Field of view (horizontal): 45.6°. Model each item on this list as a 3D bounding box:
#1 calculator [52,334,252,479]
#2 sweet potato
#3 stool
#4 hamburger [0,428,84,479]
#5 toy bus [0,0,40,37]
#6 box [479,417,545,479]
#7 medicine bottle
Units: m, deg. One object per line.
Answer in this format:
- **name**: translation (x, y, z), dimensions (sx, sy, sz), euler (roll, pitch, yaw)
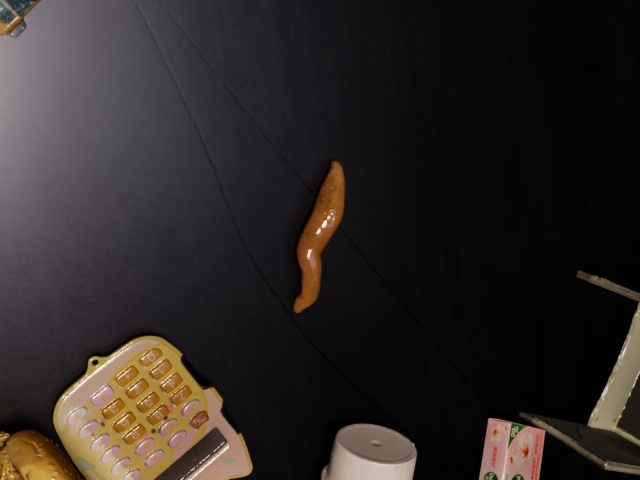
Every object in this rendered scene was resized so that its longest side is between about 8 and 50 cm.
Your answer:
- **calculator**: translation (-0.176, 0.204, 0.807), dimensions (0.157, 0.033, 0.236), euler (-38, 120, -17)
- **sweet potato**: translation (-0.004, -0.001, 0.847), dimensions (0.044, 0.044, 0.179), euler (9, 99, -35)
- **stool**: translation (0.483, 0.209, 1.158), dimensions (0.270, 0.170, 0.243), euler (19, 94, -36)
- **hamburger**: translation (-0.255, 0.243, 0.700), dimensions (0.083, 0.138, 0.147), euler (-39, 121, -24)
- **toy bus**: translation (-0.240, -0.204, 0.532), dimensions (0.103, 0.182, 0.091), euler (-49, 125, -8)
- **box**: translation (0.281, 0.331, 1.121), dimensions (0.089, 0.043, 0.125), euler (19, 76, -36)
- **medicine bottle**: translation (0.046, 0.359, 0.937), dimensions (0.147, 0.147, 0.247), euler (2, 106, -34)
